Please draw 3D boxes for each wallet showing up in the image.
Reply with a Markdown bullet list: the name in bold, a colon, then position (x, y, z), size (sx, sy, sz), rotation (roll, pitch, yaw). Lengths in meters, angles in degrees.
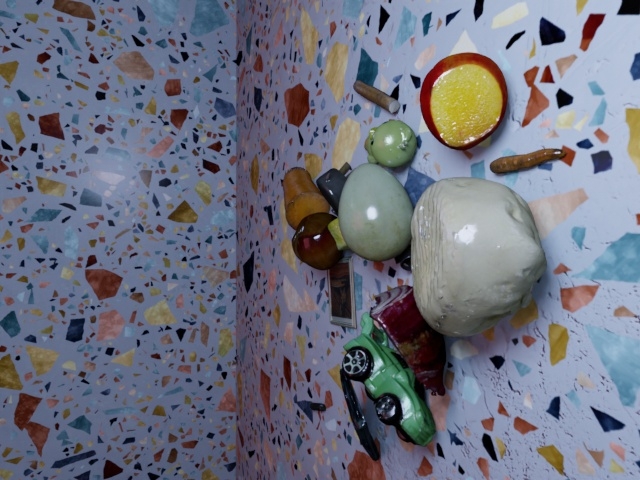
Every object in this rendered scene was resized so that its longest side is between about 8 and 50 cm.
- **wallet**: position (0.120, 0.563, 1.279), size (0.379, 0.046, 0.191), rotation (73, 175, -46)

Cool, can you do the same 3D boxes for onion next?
- **onion**: position (0.254, 0.238, 1.039), size (0.280, 0.146, 0.314), rotation (52, -175, 1)

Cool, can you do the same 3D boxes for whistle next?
- **whistle**: position (0.181, -0.297, 1.206), size (0.294, 0.141, 0.141), rotation (-142, 56, -59)

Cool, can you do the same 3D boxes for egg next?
- **egg**: position (0.158, -0.085, 1.163), size (0.218, 0.218, 0.296), rotation (150, 116, -61)

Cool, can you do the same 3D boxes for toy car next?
- **toy car**: position (0.196, 0.394, 1.144), size (0.358, 0.176, 0.213), rotation (44, 173, 49)

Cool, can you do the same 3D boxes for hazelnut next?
- **hazelnut**: position (0.000, 0.000, 1.548), size (0.251, 0.216, 0.218), rotation (-130, 44, -67)

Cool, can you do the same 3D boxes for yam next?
- **yam**: position (0.177, -0.473, 1.309), size (0.264, 0.046, 0.046), rotation (-123, 40, -49)

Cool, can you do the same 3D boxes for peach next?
- **peach**: position (0.308, -0.301, 0.878), size (0.190, 0.190, 0.193), rotation (128, 153, -53)

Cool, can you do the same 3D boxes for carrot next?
- **carrot**: position (0.420, -0.164, 0.826), size (0.165, 0.035, 0.036), rotation (0, 91, 62)
- **carrot**: position (-0.087, -0.181, 1.721), size (0.254, 0.195, 0.196), rotation (-117, 36, -50)

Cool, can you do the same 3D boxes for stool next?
- **stool**: position (0.077, -0.177, 1.410), size (0.153, 0.139, 0.228), rotation (53, 176, 11)

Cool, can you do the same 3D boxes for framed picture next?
- **framed picture**: position (0.077, 0.202, 1.581), size (0.216, 0.015, 0.274), rotation (166, 102, -64)

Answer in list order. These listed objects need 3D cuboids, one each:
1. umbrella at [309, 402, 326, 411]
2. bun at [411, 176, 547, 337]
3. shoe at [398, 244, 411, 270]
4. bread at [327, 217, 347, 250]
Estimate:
- **umbrella**: position (-0.013, 0.737, 1.775), size (0.133, 0.031, 0.036), rotation (143, 123, -61)
- **bun**: position (0.311, 0.028, 0.849), size (0.362, 0.234, 0.327), rotation (95, 170, -60)
- **shoe**: position (0.260, 0.064, 1.153), size (0.159, 0.053, 0.062), rotation (55, 142, 46)
- **bread**: position (0.101, -0.032, 1.403), size (0.111, 0.129, 0.115), rotation (-29, 72, 42)
